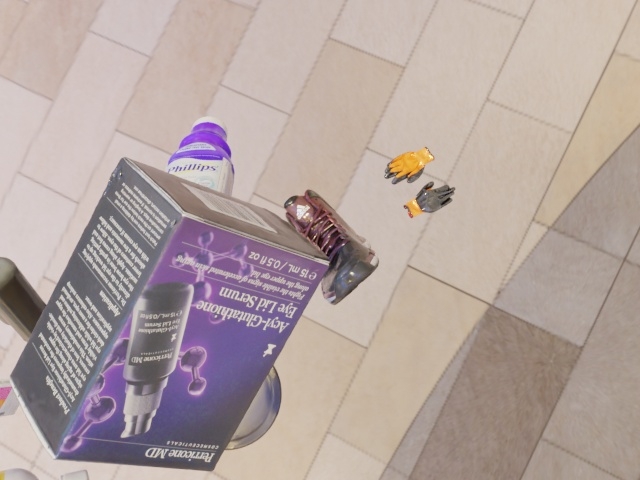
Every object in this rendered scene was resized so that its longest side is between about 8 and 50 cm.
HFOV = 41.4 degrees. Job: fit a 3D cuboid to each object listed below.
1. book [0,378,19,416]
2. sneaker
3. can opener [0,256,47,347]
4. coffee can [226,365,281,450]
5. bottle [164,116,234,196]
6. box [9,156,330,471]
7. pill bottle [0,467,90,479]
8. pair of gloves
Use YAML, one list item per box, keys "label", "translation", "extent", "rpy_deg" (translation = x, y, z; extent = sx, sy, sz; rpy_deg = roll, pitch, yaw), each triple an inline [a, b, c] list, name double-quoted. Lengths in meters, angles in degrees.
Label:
- label: "book"
  translation: [-0.679, 0.327, 1.749]
  extent: [0.035, 0.144, 0.096]
  rpy_deg: [48, 113, 29]
- label: "sneaker"
  translation: [0.000, 0.000, 1.346]
  extent: [0.106, 0.281, 0.162]
  rpy_deg: [-43, 97, 4]
- label: "can opener"
  translation: [-0.334, 0.071, 0.983]
  extent: [0.074, 0.280, 0.093]
  rpy_deg: [32, 72, 17]
- label: "coffee can"
  translation: [-0.185, 0.306, 1.694]
  extent: [0.201, 0.275, 0.202]
  rpy_deg: [1, 80, -5]
- label: "bottle"
  translation: [-0.205, -0.106, 1.438]
  extent: [0.118, 0.092, 0.283]
  rpy_deg: [-3, 41, 6]
- label: "box"
  translation: [-0.118, 0.063, 0.660]
  extent: [0.108, 0.153, 0.207]
  rpy_deg: [38, 104, 44]
- label: "pill bottle"
  translation: [-0.269, 0.238, 0.661]
  extent: [0.184, 0.103, 0.103]
  rpy_deg: [-11, 78, -16]
- label: "pair of gloves"
  translation: [0.122, -0.072, 1.037]
  extent: [0.074, 0.010, 0.083]
  rpy_deg: [-26, 77, -23]
